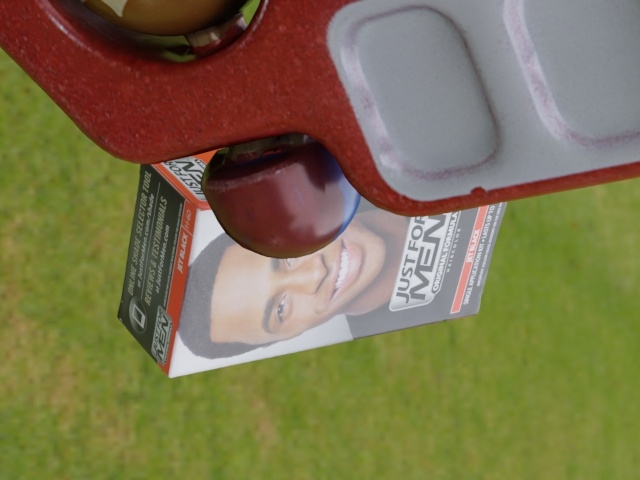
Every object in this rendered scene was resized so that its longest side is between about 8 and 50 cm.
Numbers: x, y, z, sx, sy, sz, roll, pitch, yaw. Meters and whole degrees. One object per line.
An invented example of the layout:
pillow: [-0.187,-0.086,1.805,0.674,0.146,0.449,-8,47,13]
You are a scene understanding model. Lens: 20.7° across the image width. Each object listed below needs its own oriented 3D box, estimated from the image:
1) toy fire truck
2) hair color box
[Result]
toy fire truck: [-0.006,-0.117,0.480,0.169,0.302,0.254,-42,114,-52]
hair color box: [0.000,0.000,0.645,0.141,0.043,0.072,-10,126,-33]
